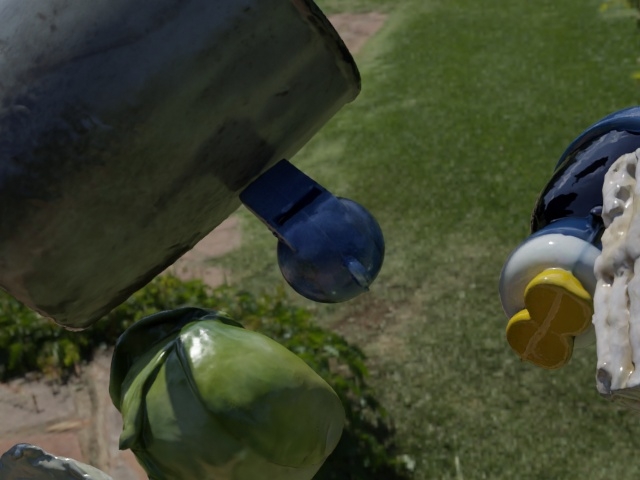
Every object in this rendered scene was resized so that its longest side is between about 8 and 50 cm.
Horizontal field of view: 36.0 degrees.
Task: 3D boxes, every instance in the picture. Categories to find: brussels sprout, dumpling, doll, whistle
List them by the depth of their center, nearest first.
[{"bbox_3d":[0.000,0.000,0.767,0.090,0.090,0.158,-16,25,-18],"label":"whistle"},{"bbox_3d":[0.257,-0.013,0.873,0.141,0.177,0.314,30,46,14],"label":"doll"},{"bbox_3d":[-0.279,0.339,1.149,0.193,0.258,0.147,13,39,27],"label":"dumpling"},{"bbox_3d":[-0.126,0.205,1.193,0.294,0.227,0.259,27,5,-3],"label":"brussels sprout"}]

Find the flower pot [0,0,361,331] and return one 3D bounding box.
[{"bbox_3d":[-0.179,-0.111,0.852,0.330,0.293,0.293,-48,31,-4],"label":"flower pot"}]

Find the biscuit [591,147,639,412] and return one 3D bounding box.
[{"bbox_3d":[0.340,0.066,0.549,0.426,0.143,0.078,16,-24,-19],"label":"biscuit"}]
